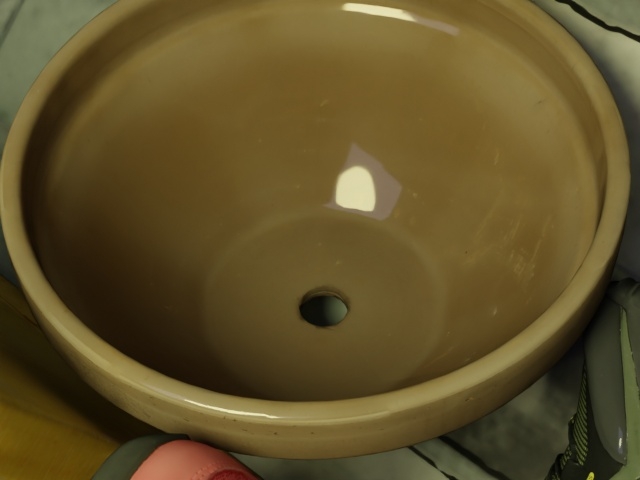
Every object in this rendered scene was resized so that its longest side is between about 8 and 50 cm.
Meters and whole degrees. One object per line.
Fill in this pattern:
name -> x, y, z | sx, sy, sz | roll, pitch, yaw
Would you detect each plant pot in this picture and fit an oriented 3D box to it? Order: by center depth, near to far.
plant pot -> 0.000, 0.000, 0.708 | 0.237, 0.109, 0.237 | -2, 51, 3

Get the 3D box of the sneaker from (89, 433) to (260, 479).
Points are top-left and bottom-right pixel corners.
sneaker -> 0.021, 0.183, 0.639 | 0.136, 0.116, 0.314 | -2, 131, 35

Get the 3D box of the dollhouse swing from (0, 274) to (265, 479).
dollhouse swing -> -0.234, 0.102, 0.742 | 0.347, 0.305, 0.315 | 36, 103, 23

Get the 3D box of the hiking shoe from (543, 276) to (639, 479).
hiking shoe -> 0.093, 0.127, 0.690 | 0.114, 0.086, 0.226 | 2, 92, 26
